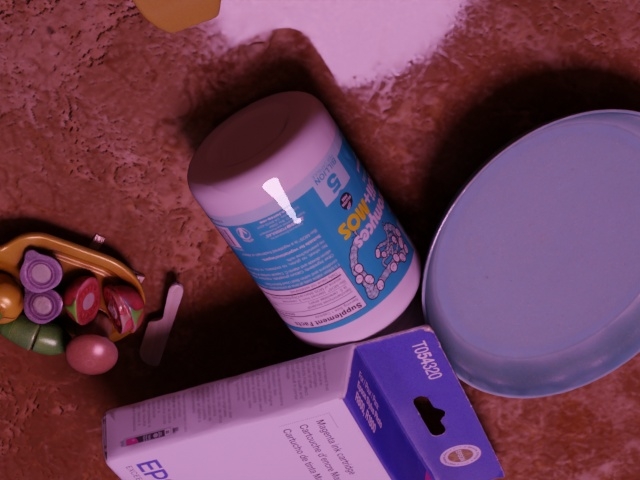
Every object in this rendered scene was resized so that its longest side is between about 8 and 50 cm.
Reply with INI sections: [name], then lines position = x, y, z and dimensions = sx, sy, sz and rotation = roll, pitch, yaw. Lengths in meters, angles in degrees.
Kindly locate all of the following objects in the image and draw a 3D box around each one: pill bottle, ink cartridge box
[pill bottle]
position = 0.000, 0.000, 1.549
dimensions = 0.146, 0.146, 0.264
rotation = -28, 120, 11
[ink cartridge box]
position = -0.003, 0.229, 1.648
dimensions = 0.330, 0.071, 0.324
rotation = -15, 142, 12

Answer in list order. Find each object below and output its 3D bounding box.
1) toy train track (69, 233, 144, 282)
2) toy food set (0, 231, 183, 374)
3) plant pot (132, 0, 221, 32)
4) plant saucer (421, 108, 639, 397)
[toy train track]
position = -0.211, 0.024, 1.618
dimensions = 0.083, 0.014, 0.048
rotation = 26, 115, -20
[toy food set]
position = -0.241, 0.074, 1.600
dimensions = 0.218, 0.071, 0.128
rotation = 19, 127, -16
[plant pot]
position = -0.127, -0.231, 1.441
dimensions = 0.081, 0.081, 0.083
rotation = -19, 133, 5
[plant saucer]
position = 0.235, 0.010, 1.599
dimensions = 0.318, 0.043, 0.317
rotation = -11, 122, -18
